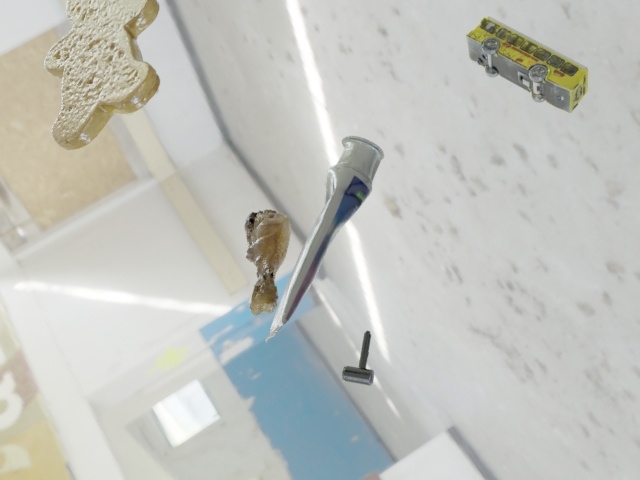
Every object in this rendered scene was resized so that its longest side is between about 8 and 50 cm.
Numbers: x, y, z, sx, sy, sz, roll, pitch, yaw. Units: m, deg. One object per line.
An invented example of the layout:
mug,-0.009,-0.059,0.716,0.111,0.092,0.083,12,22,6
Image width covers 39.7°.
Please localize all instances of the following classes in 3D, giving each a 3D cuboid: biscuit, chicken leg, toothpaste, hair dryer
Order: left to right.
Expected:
biscuit,-0.241,-0.214,0.985,0.035,0.158,0.240,41,-148,-51
chicken leg,-0.097,0.037,1.599,0.252,0.087,0.107,-91,-5,-47
toothpaste,0.000,0.000,1.057,0.061,0.266,0.096,27,163,-3
hair dryer,0.064,0.180,1.370,0.047,0.083,0.026,8,169,17

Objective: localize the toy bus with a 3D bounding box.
toy bus,0.358,-0.309,1.548,0.226,0.074,0.081,37,169,30
